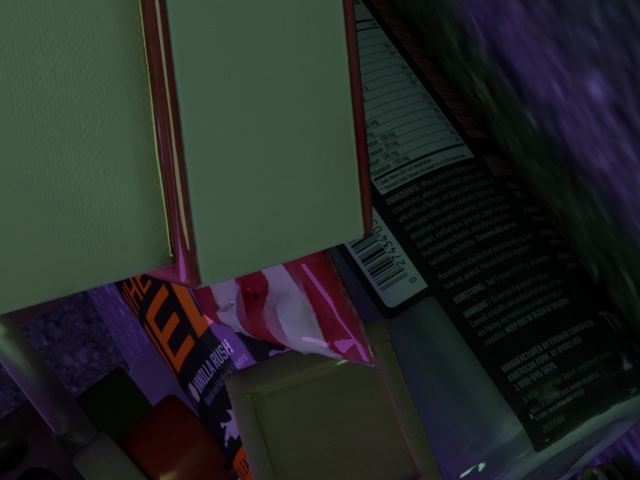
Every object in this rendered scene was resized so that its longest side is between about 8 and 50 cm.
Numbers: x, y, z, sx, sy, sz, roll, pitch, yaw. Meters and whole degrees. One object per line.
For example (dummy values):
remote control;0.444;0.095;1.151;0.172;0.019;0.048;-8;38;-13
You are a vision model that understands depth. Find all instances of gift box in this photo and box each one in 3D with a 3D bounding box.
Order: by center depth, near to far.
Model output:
gift box;-0.125;-0.088;0.355;0.276;0.258;0.255;20;120;49

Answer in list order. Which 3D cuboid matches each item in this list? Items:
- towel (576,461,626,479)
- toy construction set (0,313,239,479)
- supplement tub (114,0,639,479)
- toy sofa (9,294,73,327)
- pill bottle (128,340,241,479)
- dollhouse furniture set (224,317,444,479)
towel;0.126;0.147;0.608;0.110;0.027;0.148;49;165;44
toy construction set;-0.063;0.100;0.698;0.257;0.309;0.237;1;138;43
supplement tub;0.000;0.000;0.528;0.190;0.117;0.117;55;169;16
toy sofa;-0.218;-0.015;0.802;0.177;0.362;0.150;45;163;47
pill bottle;-0.004;0.146;0.894;0.136;0.136;0.246;44;162;52
dollhouse furniture set;0.085;0.100;0.405;0.101;0.161;0.182;69;-179;-49
